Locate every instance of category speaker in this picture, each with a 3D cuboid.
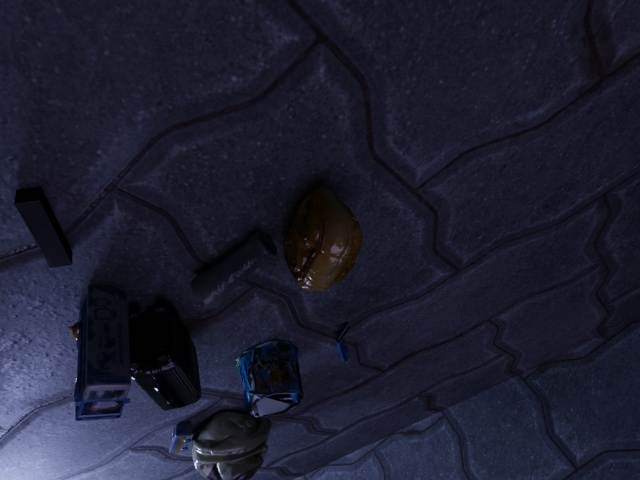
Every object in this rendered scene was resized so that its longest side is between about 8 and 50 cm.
[{"bbox_3d":[-0.546,-0.021,0.913,0.046,0.040,0.191,-10,140,-15],"label":"speaker"}]

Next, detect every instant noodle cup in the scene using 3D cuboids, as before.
[{"bbox_3d":[-0.165,0.479,1.569,0.240,0.178,0.240,-12,140,-10],"label":"instant noodle cup"}]

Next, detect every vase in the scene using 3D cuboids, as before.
[{"bbox_3d":[-0.209,0.069,1.135,0.219,0.096,0.096,-38,139,16],"label":"vase"}]

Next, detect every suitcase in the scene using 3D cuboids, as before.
[{"bbox_3d":[-0.419,0.319,1.245,0.128,0.202,0.312,-14,141,-9],"label":"suitcase"}]

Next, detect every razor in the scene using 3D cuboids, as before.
[{"bbox_3d":[0.081,0.382,1.677,0.082,0.042,0.253,-53,153,-27],"label":"razor"}]

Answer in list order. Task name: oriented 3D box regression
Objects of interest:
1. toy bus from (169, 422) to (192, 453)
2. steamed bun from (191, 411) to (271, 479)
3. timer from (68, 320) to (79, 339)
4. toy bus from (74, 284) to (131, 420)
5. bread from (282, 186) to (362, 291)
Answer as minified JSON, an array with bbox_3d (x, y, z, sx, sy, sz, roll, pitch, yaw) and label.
[{"bbox_3d":[-0.572,0.808,1.874,0.075,0.064,0.190,11,133,-17],"label":"toy bus"},{"bbox_3d":[-0.358,0.893,1.926,0.347,0.237,0.394,-15,141,-9],"label":"steamed bun"},{"bbox_3d":[-0.584,0.263,1.196,0.132,0.132,0.152,-29,117,10],"label":"timer"},{"bbox_3d":[-0.499,0.248,1.052,0.106,0.297,0.131,9,127,-33],"label":"toy bus"},{"bbox_3d":[0.001,0.002,1.059,0.120,0.198,0.236,-1,137,-31],"label":"bread"}]
